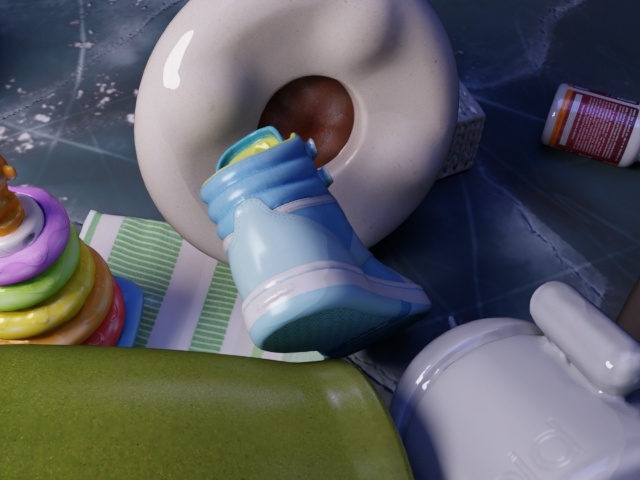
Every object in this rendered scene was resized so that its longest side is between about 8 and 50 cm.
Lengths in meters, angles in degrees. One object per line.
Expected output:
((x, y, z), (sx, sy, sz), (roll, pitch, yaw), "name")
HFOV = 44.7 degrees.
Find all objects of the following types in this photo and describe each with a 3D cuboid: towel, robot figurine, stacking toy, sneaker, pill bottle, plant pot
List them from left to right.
((-0.277, 0.017, 0.706), (0.175, 0.302, 0.166), (4, 52, 3), "stacking toy")
((-0.123, 0.231, 0.590), (0.352, 0.366, 0.367), (-7, 52, -19), "plant pot")
((-0.144, 0.078, 0.876), (0.324, 0.038, 0.248), (7, 52, 6), "towel")
((-0.083, -0.215, 0.958), (0.350, 0.351, 0.480), (-18, 35, -13), "stacking toy")
((0.000, 0.000, 0.753), (0.127, 0.319, 0.208), (-28, 71, 12), "sneaker")
((0.179, 0.188, 0.631), (0.199, 0.300, 0.353), (10, 15, -21), "robot figurine")
((0.374, -0.146, 1.017), (0.152, 0.086, 0.086), (19, 55, 15), "pill bottle")

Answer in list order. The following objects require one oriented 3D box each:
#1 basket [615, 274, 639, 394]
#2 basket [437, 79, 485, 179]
((0.367, 0.121, 0.775), (0.227, 0.154, 0.204), (-41, 44, -22), "basket")
((0.129, -0.168, 1.017), (0.103, 0.113, 0.167), (-17, 55, -15), "basket")
